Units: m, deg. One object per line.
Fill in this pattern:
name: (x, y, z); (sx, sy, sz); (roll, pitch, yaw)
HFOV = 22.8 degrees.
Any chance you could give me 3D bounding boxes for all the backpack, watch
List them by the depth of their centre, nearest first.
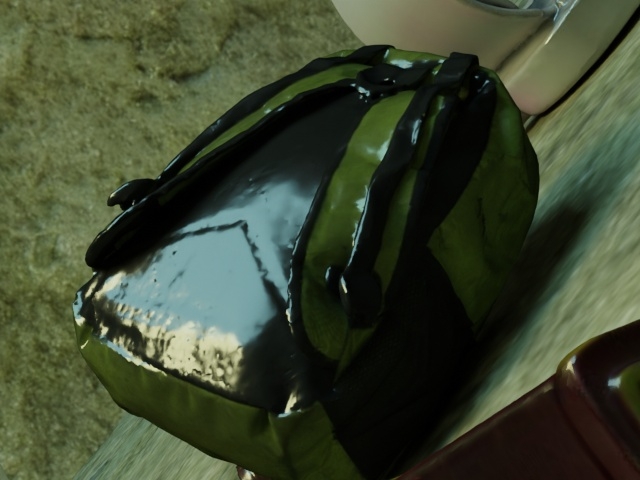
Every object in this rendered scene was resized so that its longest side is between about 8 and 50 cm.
backpack: (0.000, 0.000, 0.825); (0.207, 0.140, 0.253); (17, 60, 39)
watch: (0.121, -0.222, 1.195); (0.244, 0.231, 0.196); (-57, 5, -31)

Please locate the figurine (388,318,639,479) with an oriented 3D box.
figurine: (0.086, 0.058, 0.381); (0.098, 0.082, 0.154); (-29, -9, -38)

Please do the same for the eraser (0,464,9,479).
eraser: (-0.164, 0.184, 0.745); (0.078, 0.076, 0.298); (-54, -27, -27)

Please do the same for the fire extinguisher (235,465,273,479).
fire extinguisher: (0.016, 0.089, 0.894); (0.158, 0.043, 0.064); (-49, 35, 18)
